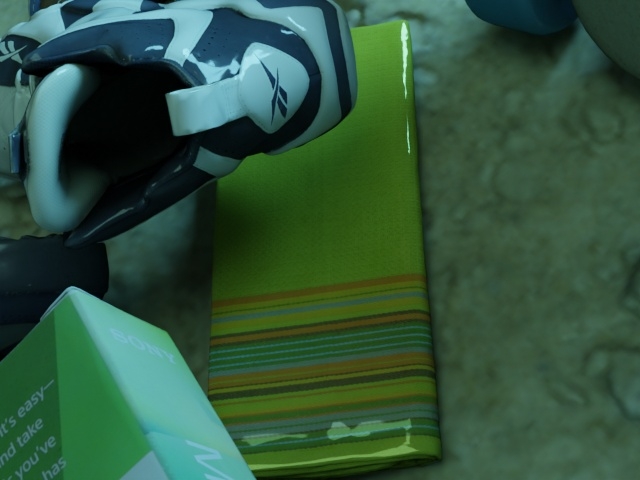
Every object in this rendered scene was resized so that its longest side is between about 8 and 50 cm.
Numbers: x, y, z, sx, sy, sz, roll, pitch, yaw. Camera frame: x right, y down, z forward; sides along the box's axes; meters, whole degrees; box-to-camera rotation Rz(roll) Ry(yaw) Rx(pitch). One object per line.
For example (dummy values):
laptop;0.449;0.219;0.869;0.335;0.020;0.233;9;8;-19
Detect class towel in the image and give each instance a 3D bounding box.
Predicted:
towel;0.000;0.000;0.623;0.102;0.021;0.237;-7;58;11

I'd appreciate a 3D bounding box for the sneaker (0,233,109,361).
sneaker;-0.236;0.094;0.615;0.319;0.112;0.131;-20;80;4

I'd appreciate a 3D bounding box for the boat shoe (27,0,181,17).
boat shoe;-0.073;-0.161;0.713;0.183;0.066;0.066;-39;58;-6

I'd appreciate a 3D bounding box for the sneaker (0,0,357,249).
sneaker;-0.115;-0.055;0.594;0.235;0.094;0.153;3;18;29

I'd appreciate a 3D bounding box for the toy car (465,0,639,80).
toy car;0.200;-0.203;0.578;0.219;0.210;0.238;20;56;40

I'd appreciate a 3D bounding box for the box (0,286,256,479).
box;-0.071;0.201;0.361;0.232;0.058;0.322;-44;53;10
